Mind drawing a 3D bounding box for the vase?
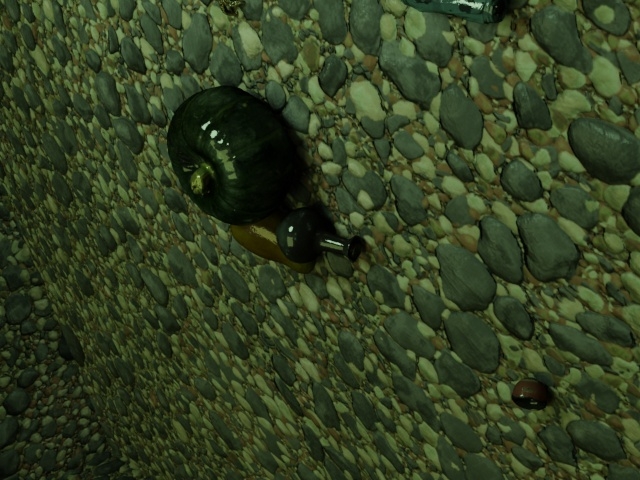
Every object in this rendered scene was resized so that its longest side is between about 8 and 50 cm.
[{"bbox_3d":[0.000,0.000,1.964,0.182,0.120,0.120,16,131,29],"label":"vase"}]

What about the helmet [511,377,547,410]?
[{"bbox_3d":[0.383,0.276,1.724,0.065,0.049,0.084,8,159,14],"label":"helmet"}]

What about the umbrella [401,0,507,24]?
[{"bbox_3d":[0.179,-0.375,1.452,0.250,0.052,0.053,23,167,41],"label":"umbrella"}]

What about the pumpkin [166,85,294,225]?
[{"bbox_3d":[-0.195,-0.175,1.980,0.300,0.207,0.300,35,142,33],"label":"pumpkin"}]

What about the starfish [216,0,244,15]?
[{"bbox_3d":[-0.188,-0.485,1.877,0.091,0.028,0.078,33,138,27],"label":"starfish"}]

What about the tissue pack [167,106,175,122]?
[{"bbox_3d":[-0.298,-0.228,2.243,0.193,0.026,0.123,34,141,34],"label":"tissue pack"}]

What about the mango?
[{"bbox_3d":[-0.103,-0.006,2.104,0.227,0.099,0.136,32,140,22],"label":"mango"}]
